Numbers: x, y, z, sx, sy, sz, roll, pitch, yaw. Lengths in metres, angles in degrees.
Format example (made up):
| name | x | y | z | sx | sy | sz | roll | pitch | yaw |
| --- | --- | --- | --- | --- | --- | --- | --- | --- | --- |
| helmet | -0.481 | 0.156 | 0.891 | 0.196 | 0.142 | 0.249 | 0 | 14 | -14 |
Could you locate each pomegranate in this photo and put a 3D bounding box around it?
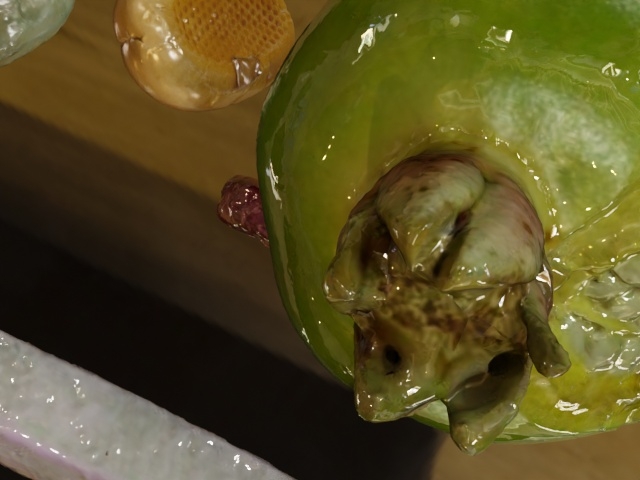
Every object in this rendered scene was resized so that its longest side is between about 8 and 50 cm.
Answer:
| name | x | y | z | sx | sy | sz | roll | pitch | yaw |
| --- | --- | --- | --- | --- | --- | --- | --- | --- | --- |
| pomegranate | 0.068 | -0.015 | 0.646 | 0.236 | 0.302 | 0.236 | 8 | 110 | 22 |

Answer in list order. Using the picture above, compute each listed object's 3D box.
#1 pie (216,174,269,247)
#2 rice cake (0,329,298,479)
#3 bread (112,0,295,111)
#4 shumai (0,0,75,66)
| name | x | y | z | sx | sy | sz | roll | pitch | yaw |
| --- | --- | --- | --- | --- | --- | --- | --- | --- | --- |
| pie | 0.000 | 0.000 | 1.264 | 0.182 | 0.049 | 0.182 | 28 | 180 | 0 |
| rice cake | -0.047 | 0.137 | 0.797 | 0.365 | 0.056 | 0.072 | 30 | 152 | -14 |
| bread | -0.091 | -0.151 | 1.189 | 0.077 | 0.189 | 0.114 | -25 | 85 | 30 |
| shumai | -0.345 | -0.215 | 1.112 | 0.304 | 0.309 | 0.263 | 40 | 144 | -21 |
